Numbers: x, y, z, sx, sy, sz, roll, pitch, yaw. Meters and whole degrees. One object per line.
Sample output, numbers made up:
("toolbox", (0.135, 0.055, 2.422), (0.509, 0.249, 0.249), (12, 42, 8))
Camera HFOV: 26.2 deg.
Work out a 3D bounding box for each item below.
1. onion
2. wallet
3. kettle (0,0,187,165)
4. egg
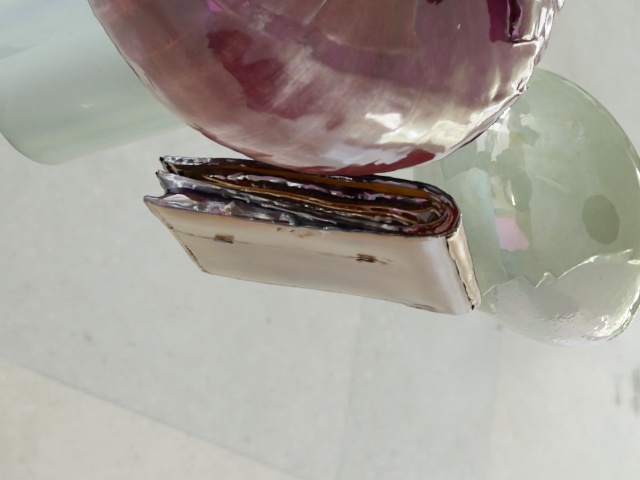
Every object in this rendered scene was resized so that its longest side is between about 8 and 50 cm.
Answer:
("onion", (-0.019, -0.200, 0.794), (0.347, 0.285, 0.347), (8, 75, -32))
("wallet", (0.000, -0.003, 0.867), (0.161, 0.195, 0.042), (60, 40, -69))
("kettle", (-0.179, -0.211, 1.529), (0.265, 0.318, 0.205), (13, 67, -58))
("egg", (0.265, -0.027, 1.657), (0.278, 0.278, 0.336), (-17, 77, -53))
